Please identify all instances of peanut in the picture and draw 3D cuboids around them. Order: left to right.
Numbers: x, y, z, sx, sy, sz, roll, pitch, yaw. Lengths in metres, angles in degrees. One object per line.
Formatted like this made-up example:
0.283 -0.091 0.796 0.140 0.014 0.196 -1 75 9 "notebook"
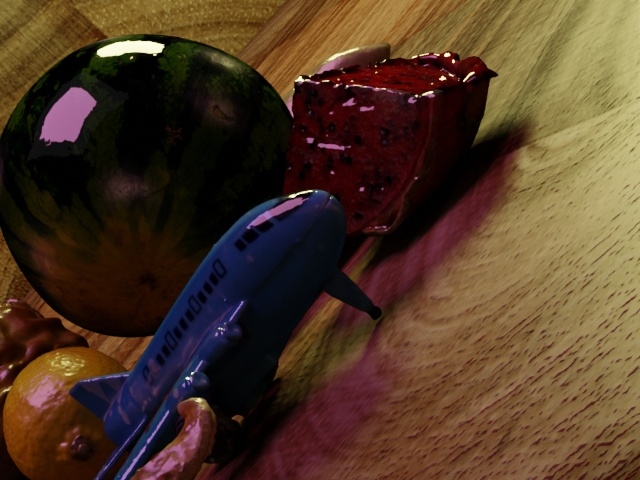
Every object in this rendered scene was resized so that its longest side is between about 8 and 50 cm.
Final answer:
0.012 -0.125 1.667 0.152 0.076 0.076 -50 10 -2 "peanut"

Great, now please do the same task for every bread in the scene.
-0.280 0.169 1.482 0.181 0.096 0.222 -46 -18 -54 "bread"

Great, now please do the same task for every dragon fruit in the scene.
0.063 -0.065 1.245 0.121 0.127 0.161 16 24 34 "dragon fruit"

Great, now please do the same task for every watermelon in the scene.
-0.148 -0.047 1.536 0.269 0.269 0.269 -45 10 11 "watermelon"

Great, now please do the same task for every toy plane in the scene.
-0.063 0.064 1.150 0.271 0.105 0.254 -39 14 34 "toy plane"

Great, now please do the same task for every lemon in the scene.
-0.183 0.135 1.361 0.109 0.109 0.133 -47 23 0 "lemon"

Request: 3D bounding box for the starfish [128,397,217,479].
-0.171 0.239 0.971 0.375 0.094 0.327 -53 13 -4 "starfish"
